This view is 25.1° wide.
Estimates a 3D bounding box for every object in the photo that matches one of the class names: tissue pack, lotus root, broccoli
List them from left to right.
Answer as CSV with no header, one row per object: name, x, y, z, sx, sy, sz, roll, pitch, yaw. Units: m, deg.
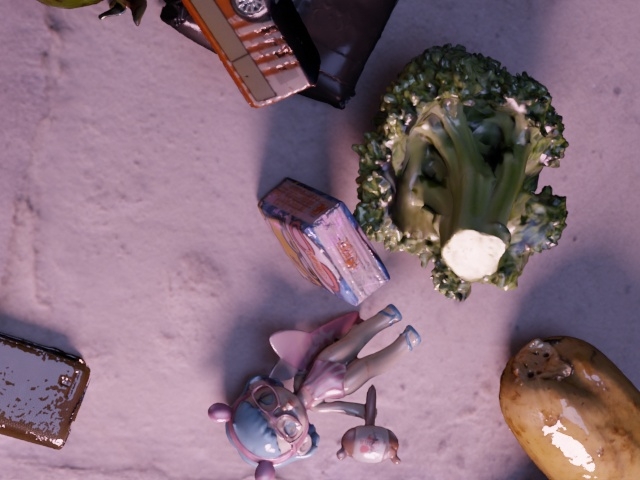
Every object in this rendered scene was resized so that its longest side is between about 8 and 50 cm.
tissue pack,0.000,0.000,1.614,0.065,0.155,0.115,-38,113,-10
broccoli,0.156,-0.067,1.635,0.288,0.235,0.260,38,61,-20
lotus root,0.339,0.240,1.806,0.160,0.146,0.284,-42,113,-7

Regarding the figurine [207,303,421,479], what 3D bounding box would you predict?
figurine,0.013,0.187,1.678,0.260,0.103,0.205,-36,86,-16

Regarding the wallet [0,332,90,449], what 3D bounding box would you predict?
wallet,-0.356,0.154,1.567,0.198,0.031,0.110,21,91,-25

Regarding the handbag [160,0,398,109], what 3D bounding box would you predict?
handbag,-0.026,-0.285,1.587,0.247,0.080,0.223,25,91,-24

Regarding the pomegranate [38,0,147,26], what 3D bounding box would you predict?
pomegranate,-0.244,-0.289,1.466,0.148,0.148,0.169,-42,118,-10

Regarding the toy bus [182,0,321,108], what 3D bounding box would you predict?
toy bus,-0.128,-0.321,1.448,0.092,0.093,0.409,-23,115,21
